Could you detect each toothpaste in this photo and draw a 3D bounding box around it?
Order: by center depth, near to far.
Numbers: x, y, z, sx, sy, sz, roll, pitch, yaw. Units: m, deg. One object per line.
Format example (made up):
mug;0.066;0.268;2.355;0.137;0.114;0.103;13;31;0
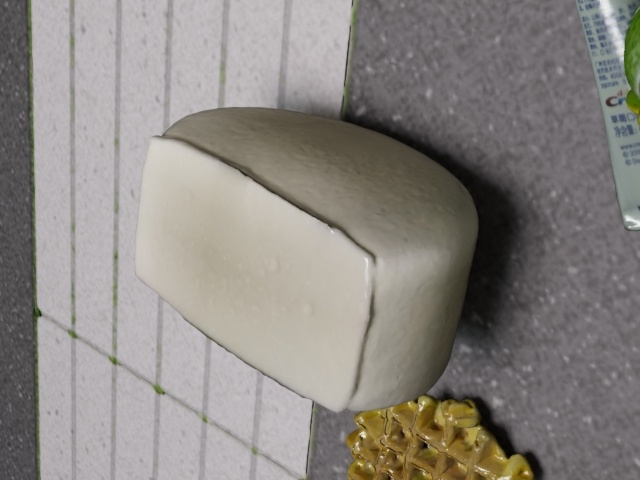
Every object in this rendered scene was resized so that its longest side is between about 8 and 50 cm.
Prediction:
toothpaste;0.180;-0.110;0.712;0.062;0.037;0.216;-10;103;43

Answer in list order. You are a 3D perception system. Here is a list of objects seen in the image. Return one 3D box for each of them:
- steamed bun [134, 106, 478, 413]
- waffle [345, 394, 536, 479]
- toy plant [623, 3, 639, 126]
steamed bun;0.000;0.000;0.837;0.242;0.164;0.146;30;123;35
waffle;0.093;0.196;0.914;0.191;0.038;0.191;18;117;40
toy plant;0.219;-0.122;0.631;0.093;0.093;0.162;44;134;23
